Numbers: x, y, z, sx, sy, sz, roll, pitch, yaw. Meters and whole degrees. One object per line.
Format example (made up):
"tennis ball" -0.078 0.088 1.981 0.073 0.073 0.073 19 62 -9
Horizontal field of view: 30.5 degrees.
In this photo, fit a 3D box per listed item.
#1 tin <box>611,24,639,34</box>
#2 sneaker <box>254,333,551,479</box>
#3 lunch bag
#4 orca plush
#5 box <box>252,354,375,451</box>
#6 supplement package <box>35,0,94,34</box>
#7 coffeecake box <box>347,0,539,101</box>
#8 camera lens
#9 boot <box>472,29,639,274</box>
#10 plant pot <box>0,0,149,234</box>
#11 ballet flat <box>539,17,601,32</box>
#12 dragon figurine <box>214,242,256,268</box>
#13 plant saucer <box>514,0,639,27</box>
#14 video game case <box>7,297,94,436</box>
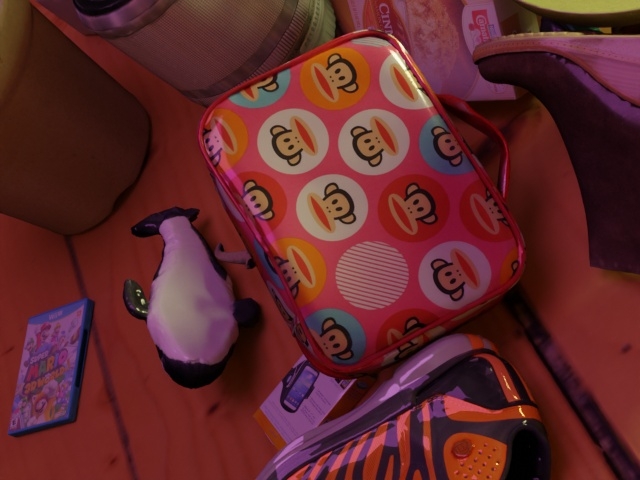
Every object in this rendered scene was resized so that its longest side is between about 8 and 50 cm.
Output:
"tin" 0.344 -0.225 1.063 0.190 0.040 0.106 -49 36 -16
"sneaker" 0.061 0.236 1.013 0.321 0.124 0.180 -45 43 13
"lunch bag" 0.051 -0.043 1.084 0.258 0.120 0.293 -27 79 -6
"orca plush" -0.167 0.081 1.337 0.287 0.151 0.102 54 137 43
"box" -0.003 0.155 1.193 0.136 0.028 0.081 -49 43 5
"supplement package" -0.322 -0.380 1.751 0.179 0.105 0.105 6 71 44
"coffeecake box" 0.128 -0.219 1.207 0.185 0.142 0.068 4 29 44
"camera lens" -0.141 -0.291 1.404 0.219 0.274 0.219 -22 52 32
"boot" 0.233 -0.077 1.018 0.248 0.090 0.207 10 106 44
"plant pot" -0.406 -0.167 1.551 0.334 0.305 0.334 -22 53 33
"ballet flat" 0.267 -0.146 1.103 0.074 0.074 0.203 -44 50 14
"dragon figurine" 0.000 0.000 1.239 0.289 0.144 0.085 -35 45 49
"plant saucer" 0.272 -0.262 1.065 0.241 0.037 0.241 -11 41 10
"video game case" -0.348 0.164 1.514 0.119 0.015 0.166 -19 54 34
